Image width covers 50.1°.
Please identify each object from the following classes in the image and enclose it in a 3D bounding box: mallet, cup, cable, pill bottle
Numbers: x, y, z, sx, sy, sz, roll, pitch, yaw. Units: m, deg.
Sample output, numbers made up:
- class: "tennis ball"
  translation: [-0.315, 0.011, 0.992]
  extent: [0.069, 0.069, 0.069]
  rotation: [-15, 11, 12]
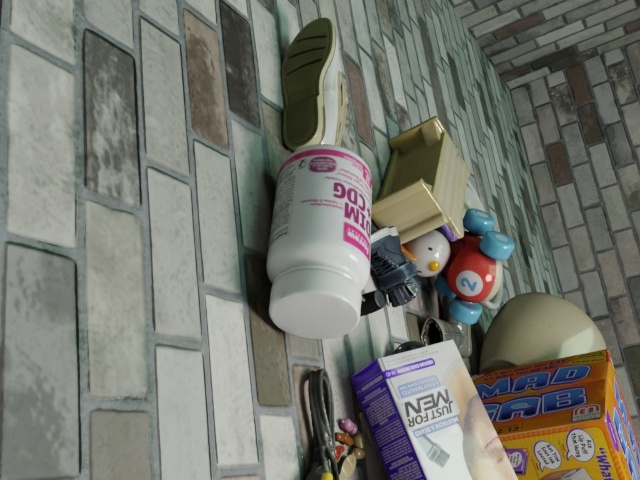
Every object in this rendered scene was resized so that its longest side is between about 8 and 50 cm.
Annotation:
- class: "mallet"
  translation: [0.050, 0.085, 1.230]
  extent: [0.189, 0.062, 0.039]
  rotation: [41, 39, -46]
- class: "cup"
  translation: [0.557, 0.335, 1.821]
  extent: [0.237, 0.331, 0.331]
  rotation: [-28, 100, -42]
- class: "cable"
  translation: [0.023, 0.334, 1.014]
  extent: [0.139, 0.072, 0.287]
  rotation: [55, 30, -41]
- class: "pill bottle"
  translation: [0.000, 0.000, 1.077]
  extent: [0.160, 0.160, 0.283]
  rotation: [46, 37, -41]

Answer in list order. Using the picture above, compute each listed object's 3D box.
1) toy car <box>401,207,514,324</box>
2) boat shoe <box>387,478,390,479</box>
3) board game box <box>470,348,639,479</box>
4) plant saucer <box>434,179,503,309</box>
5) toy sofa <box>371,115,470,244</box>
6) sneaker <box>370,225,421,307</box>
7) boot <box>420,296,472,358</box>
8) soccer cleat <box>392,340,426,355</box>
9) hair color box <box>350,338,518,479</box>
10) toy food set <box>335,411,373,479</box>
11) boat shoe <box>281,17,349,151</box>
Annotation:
- class: "toy car"
  translation: [0.277, 0.045, 1.573]
  extent: [0.237, 0.219, 0.210]
  rotation: [10, 28, -18]
- class: "boat shoe"
  translation: [0.167, 0.536, 1.146]
  extent: [0.096, 0.088, 0.268]
  rotation: [28, 50, -54]
- class: "board game box"
  translation: [0.514, 0.504, 1.529]
  extent: [0.356, 0.356, 0.357]
  rotation: [-31, 102, -63]
- class: "plant saucer"
  translation: [0.392, 0.006, 1.897]
  extent: [0.400, 0.100, 0.401]
  rotation: [40, 41, -47]
- class: "toy sofa"
  translation: [0.238, -0.126, 1.613]
  extent: [0.177, 0.150, 0.363]
  rotation: [52, 31, -21]
- class: "sneaker"
  translation: [0.130, 0.058, 1.376]
  extent: [0.226, 0.086, 0.164]
  rotation: [-9, 79, -65]
- class: "boot"
  translation: [0.296, 0.201, 1.639]
  extent: [0.208, 0.076, 0.190]
  rotation: [15, 58, -52]
- class: "soccer cleat"
  translation: [0.191, 0.354, 1.317]
  extent: [0.116, 0.108, 0.318]
  rotation: [76, 6, -59]
- class: "hair color box"
  translation: [0.204, 0.353, 1.161]
  extent: [0.185, 0.110, 0.339]
  rotation: [-8, 66, -35]
- class: "toy food set"
  translation: [0.043, 0.333, 1.115]
  extent: [0.122, 0.019, 0.078]
  rotation: [-26, 97, -56]
- class: "boat shoe"
  translation: [-0.007, -0.283, 1.313]
  extent: [0.103, 0.113, 0.303]
  rotation: [38, 53, -50]
